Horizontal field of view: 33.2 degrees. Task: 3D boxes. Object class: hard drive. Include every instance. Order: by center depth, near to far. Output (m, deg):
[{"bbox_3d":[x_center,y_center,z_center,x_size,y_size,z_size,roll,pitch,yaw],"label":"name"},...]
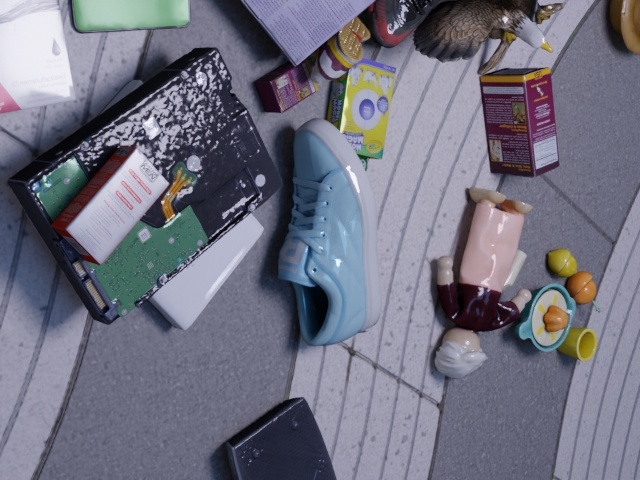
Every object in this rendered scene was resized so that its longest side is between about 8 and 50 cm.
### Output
[{"bbox_3d":[-0.225,-0.078,1.455,0.339,0.064,0.237,-43,121,-29],"label":"hard drive"},{"bbox_3d":[-0.230,-0.045,1.523,0.203,0.040,0.307,-53,125,-21],"label":"hard drive"},{"bbox_3d":[-0.058,0.392,1.724,0.172,0.054,0.254,-32,116,-33],"label":"hard drive"}]

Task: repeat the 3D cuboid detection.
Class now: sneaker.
[{"bbox_3d":[0.000,0.000,1.666,0.150,0.135,0.365,-27,112,-38],"label":"sneaker"},{"bbox_3d":[0.023,-0.303,1.669,0.069,0.084,0.185,48,25,-15],"label":"sneaker"},{"bbox_3d":[0.174,-0.429,1.747,0.097,0.135,0.276,44,69,-29],"label":"sneaker"}]

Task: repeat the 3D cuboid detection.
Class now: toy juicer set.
[{"bbox_3d":[0.450,0.113,2.094,0.329,0.089,0.209,17,86,-40],"label":"toy juicer set"}]

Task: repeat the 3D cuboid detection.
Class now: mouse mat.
[{"bbox_3d":[-0.262,-0.365,1.474,0.190,0.007,0.152,-13,104,-40],"label":"mouse mat"}]

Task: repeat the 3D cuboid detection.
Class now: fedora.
[{"bbox_3d":[0.646,-0.476,2.184,0.194,0.079,0.194,-13,110,-37],"label":"fedora"}]

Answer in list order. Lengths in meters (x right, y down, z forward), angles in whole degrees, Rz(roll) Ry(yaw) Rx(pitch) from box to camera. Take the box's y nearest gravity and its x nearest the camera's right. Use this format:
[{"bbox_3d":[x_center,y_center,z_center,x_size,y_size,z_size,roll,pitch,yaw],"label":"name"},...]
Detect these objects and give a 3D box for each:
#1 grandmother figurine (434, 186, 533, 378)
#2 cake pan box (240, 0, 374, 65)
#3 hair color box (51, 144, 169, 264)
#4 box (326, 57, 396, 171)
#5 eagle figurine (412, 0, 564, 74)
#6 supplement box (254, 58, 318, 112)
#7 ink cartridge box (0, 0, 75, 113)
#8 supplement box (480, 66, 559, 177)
[{"bbox_3d":[0.292,0.088,1.958,0.208,0.104,0.342,19,86,-13],"label":"grandmother figurine"},{"bbox_3d":[-0.027,-0.429,1.552,0.246,0.070,0.267,-42,118,0],"label":"cake pan box"},{"bbox_3d":[-0.264,-0.046,1.356,0.141,0.043,0.072,-52,125,-21],"label":"hair color box"},{"bbox_3d":[0.062,-0.205,1.750,0.105,0.043,0.179,8,93,-40],"label":"box"},{"bbox_3d":[0.300,-0.387,1.779,0.298,0.225,0.226,-2,105,-59],"label":"eagle figurine"},{"bbox_3d":[-0.052,-0.237,1.646,0.083,0.043,0.055,-36,118,-32],"label":"supplement box"},{"bbox_3d":[-0.403,-0.266,1.312,0.159,0.092,0.217,-18,106,-38],"label":"ink cartridge box"},{"bbox_3d":[0.366,-0.217,1.966,0.081,0.104,0.188,-22,110,-37],"label":"supplement box"}]
